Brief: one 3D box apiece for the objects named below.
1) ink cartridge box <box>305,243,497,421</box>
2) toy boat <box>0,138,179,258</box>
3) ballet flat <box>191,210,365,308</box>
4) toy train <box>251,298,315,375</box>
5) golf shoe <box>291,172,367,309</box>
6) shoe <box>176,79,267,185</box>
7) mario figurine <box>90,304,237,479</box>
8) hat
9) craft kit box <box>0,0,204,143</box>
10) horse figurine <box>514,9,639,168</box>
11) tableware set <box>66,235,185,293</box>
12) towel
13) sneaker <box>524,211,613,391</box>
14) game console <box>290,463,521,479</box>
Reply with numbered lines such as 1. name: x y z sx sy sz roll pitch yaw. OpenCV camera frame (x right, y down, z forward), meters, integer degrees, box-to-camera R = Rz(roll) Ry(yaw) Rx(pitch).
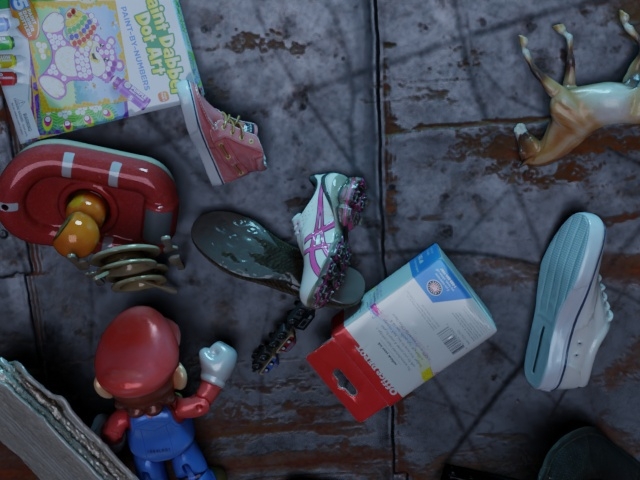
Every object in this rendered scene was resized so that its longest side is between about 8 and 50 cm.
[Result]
1. ink cartridge box: 0.107 0.128 1.349 0.231 0.078 0.134 -36 102 11
2. toy boat: -0.304 -0.032 1.260 0.231 0.151 0.151 11 123 -2
3. ballet flat: -0.058 0.031 1.337 0.250 0.058 0.084 21 74 -3
4. toy train: -0.051 0.135 1.355 0.036 0.027 0.158 18 131 -25
5. golf shoe: 0.000 0.000 1.297 0.086 0.067 0.186 11 74 21
6. shoe: -0.123 -0.143 1.252 0.081 0.063 0.178 -16 140 1
7. mario figurine: -0.220 0.226 1.385 0.198 0.170 0.320 -25 121 -29
8. hat: 0.357 0.432 1.389 0.134 0.331 0.331 -19 110 47
9. craft kit box: -0.299 -0.271 1.252 0.247 0.061 0.249 -14 106 2
10. horse figurine: 0.366 -0.200 1.254 0.263 0.066 0.174 -13 100 7
11. tableware set: -0.241 0.045 1.271 0.128 0.194 0.039 -11 77 -4
12. towel: -0.378 0.279 1.372 0.282 0.049 0.187 50 142 -13
13. sneaker: 0.349 0.085 1.337 0.091 0.094 0.258 4 112 -19
14. game console: 0.114 0.418 1.455 0.361 0.044 0.213 13 105 -3
